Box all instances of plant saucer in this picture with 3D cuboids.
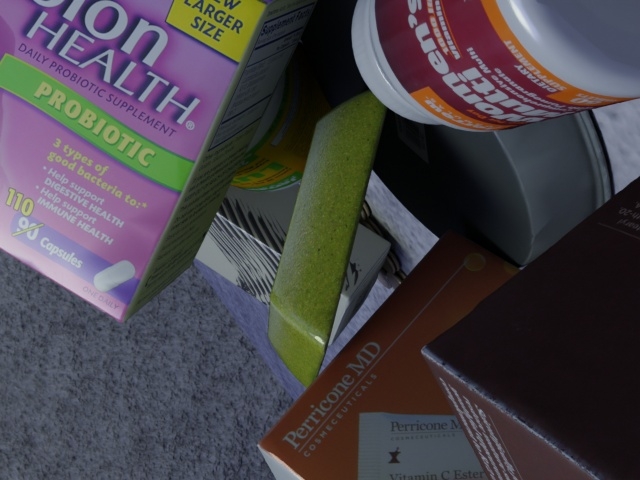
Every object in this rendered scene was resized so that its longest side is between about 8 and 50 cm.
[{"bbox_3d":[0.000,0.000,0.804,0.045,0.188,0.188,14,163,0],"label":"plant saucer"}]

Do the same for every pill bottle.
[{"bbox_3d":[0.094,-0.116,0.537,0.121,0.121,0.221,55,167,-9],"label":"pill bottle"},{"bbox_3d":[-0.060,-0.112,0.934,0.136,0.136,0.245,50,-170,14],"label":"pill bottle"}]

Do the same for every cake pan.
[{"bbox_3d":[0.081,-0.094,0.793,0.293,0.054,0.293,49,166,16],"label":"cake pan"}]

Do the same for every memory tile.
[{"bbox_3d":[0.047,-0.005,1.241,0.148,0.012,0.113,60,165,-26],"label":"memory tile"}]

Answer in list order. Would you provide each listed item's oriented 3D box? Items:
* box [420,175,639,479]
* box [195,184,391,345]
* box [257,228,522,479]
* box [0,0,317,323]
[{"bbox_3d":[0.193,0.077,0.514,0.167,0.203,0.168,34,157,56],"label":"box"},{"bbox_3d":[-0.069,-0.013,1.206,0.275,0.094,0.113,32,145,10],"label":"box"},{"bbox_3d":[0.165,0.186,0.750,0.345,0.215,0.168,32,158,29],"label":"box"},{"bbox_3d":[-0.153,-0.110,0.748,0.213,0.243,0.117,31,-156,6],"label":"box"}]
